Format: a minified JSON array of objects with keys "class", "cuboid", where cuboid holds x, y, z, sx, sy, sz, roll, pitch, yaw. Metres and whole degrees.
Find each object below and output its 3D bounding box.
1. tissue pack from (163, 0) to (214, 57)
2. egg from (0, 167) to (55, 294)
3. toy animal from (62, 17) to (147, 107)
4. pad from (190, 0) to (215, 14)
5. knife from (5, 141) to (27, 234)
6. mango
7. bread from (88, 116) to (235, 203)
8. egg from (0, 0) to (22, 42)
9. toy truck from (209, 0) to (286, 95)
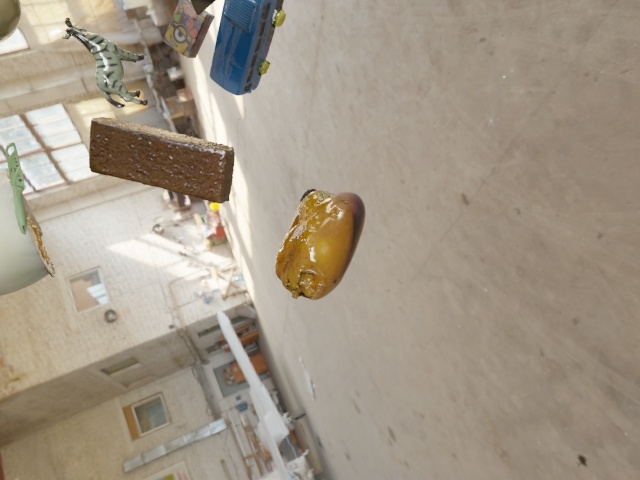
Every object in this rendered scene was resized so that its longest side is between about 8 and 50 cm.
[{"class":"tissue pack","cuboid":[-0.407,-0.655,1.505,0.108,0.148,0.060,36,-157,6]},{"class":"egg","cuboid":[-0.978,0.003,1.356,0.354,0.340,0.354,46,148,40]},{"class":"toy animal","cuboid":[-0.519,-0.426,1.184,0.073,0.176,0.217,-22,77,47]},{"class":"pad","cuboid":[-0.243,-0.690,1.183,0.265,0.009,0.159,-21,97,31]},{"class":"knife","cuboid":[-0.669,-0.112,1.081,0.014,0.030,0.207,24,119,51]},{"class":"mango","cuboid":[0.000,0.000,1.087,0.152,0.287,0.201,28,151,-10]},{"class":"bread","cuboid":[-0.454,-0.232,1.400,0.113,0.416,0.165,-60,-16,-75]},{"class":"egg","cuboid":[-0.724,-0.473,0.952,0.186,0.241,0.186,18,111,54]},{"class":"toy truck","cuboid":[-0.239,-0.648,1.550,0.161,0.162,0.385,36,139,4]}]
